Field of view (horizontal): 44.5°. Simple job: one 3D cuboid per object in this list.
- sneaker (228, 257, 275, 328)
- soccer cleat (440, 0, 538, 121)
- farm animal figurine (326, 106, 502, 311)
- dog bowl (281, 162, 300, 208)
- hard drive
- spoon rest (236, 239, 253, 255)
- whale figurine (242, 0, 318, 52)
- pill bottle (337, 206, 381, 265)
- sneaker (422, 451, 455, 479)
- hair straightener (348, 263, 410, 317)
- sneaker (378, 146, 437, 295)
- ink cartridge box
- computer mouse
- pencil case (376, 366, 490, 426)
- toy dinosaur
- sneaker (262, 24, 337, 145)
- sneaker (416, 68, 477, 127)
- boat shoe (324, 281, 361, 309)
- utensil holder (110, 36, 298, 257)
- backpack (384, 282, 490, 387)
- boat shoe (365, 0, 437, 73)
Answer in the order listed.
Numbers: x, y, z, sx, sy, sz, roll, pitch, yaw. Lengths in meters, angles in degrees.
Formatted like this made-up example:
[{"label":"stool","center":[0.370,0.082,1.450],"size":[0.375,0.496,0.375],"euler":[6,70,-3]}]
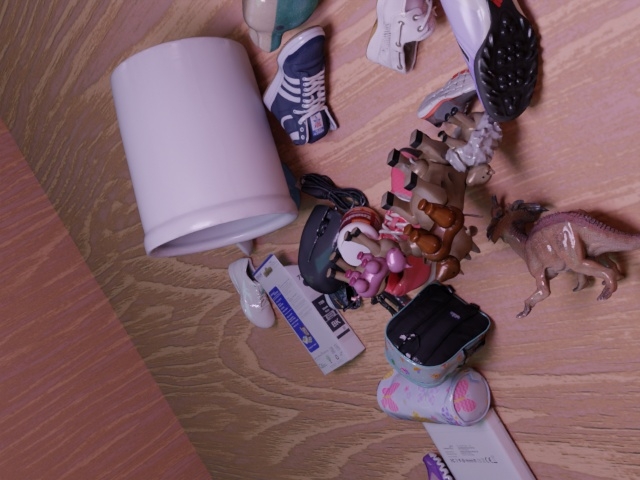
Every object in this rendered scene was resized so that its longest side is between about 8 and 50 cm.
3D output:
[{"label":"sneaker","center":[-0.178,0.145,2.165],"size":[0.094,0.080,0.212],"euler":[-25,95,46]},{"label":"soccer cleat","center":[0.240,-0.334,1.173],"size":[0.116,0.109,0.318],"euler":[33,146,65]},{"label":"farm animal figurine","center":[0.179,-0.032,1.328],"size":[0.172,0.326,0.330],"euler":[26,160,-20]},{"label":"dog bowl","center":[-0.171,-0.170,1.880],"size":[0.297,0.074,0.166],"euler":[51,148,11]},{"label":"hard drive","center":[0.389,0.537,1.749],"size":[0.353,0.047,0.233],"euler":[60,148,-2]},{"label":"spoon rest","center":[-0.247,-0.052,2.021],"size":[0.137,0.084,0.276],"euler":[43,163,35]},{"label":"whale figurine","center":[-0.078,-0.457,1.473],"size":[0.272,0.141,0.216],"euler":[135,132,-78]},{"label":"pill bottle","center":[0.079,-0.007,1.579],"size":[0.086,0.152,0.086],"euler":[2,111,5]},{"label":"sneaker","center":[0.286,0.614,1.839],"size":[0.095,0.105,0.236],"euler":[53,-171,-51]},{"label":"hair straightener","center":[0.145,0.116,1.732],"size":[0.230,0.047,0.089],"euler":[41,145,18]},{"label":"sneaker","center":[0.167,-0.021,1.488],"size":[0.116,0.136,0.313],"euler":[25,136,39]},{"label":"ink cartridge box","center":[-0.034,0.178,2.001],"size":[0.332,0.065,0.165],"euler":[53,148,4]},{"label":"computer mouse","center":[0.000,0.000,1.728],"size":[0.189,0.072,0.272],"euler":[25,119,36]},{"label":"pencil case","center":[0.244,0.338,1.714],"size":[0.113,0.124,0.273],"euler":[34,158,-24]},{"label":"toy dinosaur","center":[0.376,-0.002,1.243],"size":[0.296,0.127,0.200],"euler":[-21,92,52]},{"label":"sneaker","center":[-0.022,-0.292,1.544],"size":[0.153,0.099,0.282],"euler":[58,155,9]},{"label":"sneaker","center":[0.231,-0.234,1.312],"size":[0.065,0.061,0.158],"euler":[37,154,-18]},{"label":"boat shoe","center":[0.033,0.082,1.834],"size":[0.083,0.065,0.183],"euler":[-2,121,52]},{"label":"utensil holder","center":[-0.254,-0.190,1.667],"size":[0.328,0.328,0.385],"euler":[-28,76,58]},{"label":"backpack","center":[0.219,0.199,1.556],"size":[0.166,0.188,0.144],"euler":[38,143,27]},{"label":"boat shoe","center":[0.145,-0.365,1.255],"size":[0.096,0.098,0.277],"euler":[33,162,8]}]
